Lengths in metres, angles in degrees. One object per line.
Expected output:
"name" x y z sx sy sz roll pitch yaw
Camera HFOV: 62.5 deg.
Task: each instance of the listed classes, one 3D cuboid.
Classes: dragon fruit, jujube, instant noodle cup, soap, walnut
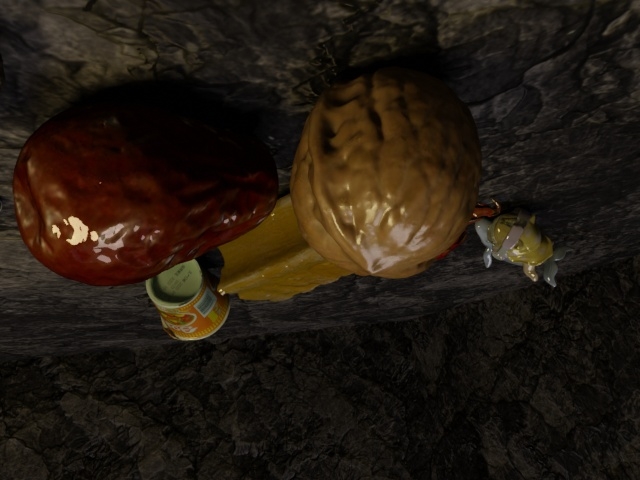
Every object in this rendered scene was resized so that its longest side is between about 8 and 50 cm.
"dragon fruit" 0.253 -0.030 1.021 0.190 0.094 0.094 -34 163 3
"jujube" -0.164 -0.049 0.536 0.255 0.190 0.190 -7 167 -36
"instant noodle cup" -0.287 0.112 1.116 0.168 0.168 0.185 -8 157 -2
"soap" 0.000 0.000 0.889 0.281 0.143 0.259 -26 160 35
"walnut" 0.064 -0.063 0.530 0.213 0.213 0.213 -8 165 -2

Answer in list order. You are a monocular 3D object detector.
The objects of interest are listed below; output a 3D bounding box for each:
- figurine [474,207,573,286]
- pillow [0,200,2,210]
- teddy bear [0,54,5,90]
"figurine" 0.426 0.006 1.124 0.208 0.128 0.184 27 170 11
"pillow" -0.474 -0.029 0.644 0.091 0.055 0.136 -18 164 25
"teddy bear" -0.349 -0.053 0.396 0.251 0.129 0.182 -17 -168 27
